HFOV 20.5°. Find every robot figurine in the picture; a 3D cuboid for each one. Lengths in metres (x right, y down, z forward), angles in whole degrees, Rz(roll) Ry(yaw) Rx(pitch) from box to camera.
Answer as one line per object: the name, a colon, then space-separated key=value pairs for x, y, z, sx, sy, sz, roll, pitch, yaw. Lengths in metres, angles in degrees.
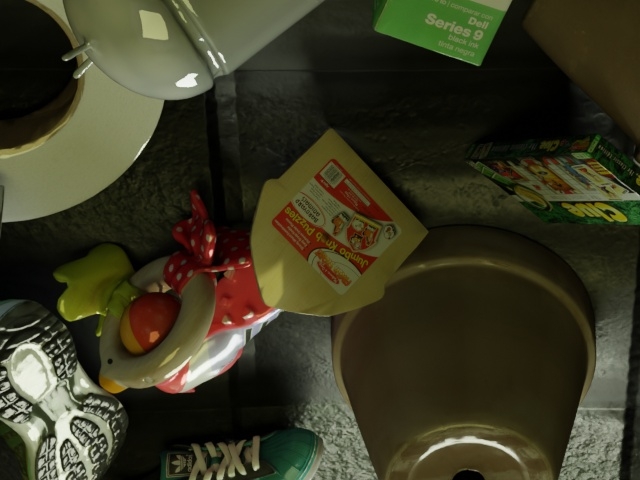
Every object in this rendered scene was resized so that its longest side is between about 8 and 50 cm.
robot figurine: x=-0.107 y=-0.276 z=1.732 sx=0.353 sy=0.300 sz=0.200 roll=-38 pitch=77 yaw=-3

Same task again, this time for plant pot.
plant pot: x=0.338 y=-0.224 z=1.791 sx=0.229 sy=0.263 sz=0.263 roll=33 pitch=122 yaw=3
plant pot: x=0.166 y=0.189 z=2.051 sx=0.323 sy=0.280 sz=0.323 roll=2 pitch=125 yaw=3

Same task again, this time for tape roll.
tape roll: x=-0.359 y=-0.194 z=1.897 sx=0.392 sy=0.072 sz=0.392 roll=-3 pitch=125 yaw=-4

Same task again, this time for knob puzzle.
knob puzzle: x=0.000 y=0.000 z=2.012 sx=0.213 sy=0.030 sz=0.213 roll=-1 pitch=94 yaw=-17

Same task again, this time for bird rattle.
bird rattle: x=-0.177 y=0.075 z=2.044 sx=0.253 sy=0.207 sz=0.143 roll=-17 pitch=142 yaw=25

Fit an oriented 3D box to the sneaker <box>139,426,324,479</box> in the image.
sneaker: x=-0.139 y=0.308 z=2.254 sx=0.302 sy=0.108 sz=0.121 roll=-31 pitch=123 yaw=24

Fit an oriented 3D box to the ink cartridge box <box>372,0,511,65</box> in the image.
ink cartridge box: x=0.156 y=-0.350 z=1.704 sx=0.121 sy=0.211 sz=0.289 roll=19 pitch=125 yaw=-10

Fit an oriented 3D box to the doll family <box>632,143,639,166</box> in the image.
doll family: x=0.454 y=-0.047 z=1.962 sx=0.262 sy=0.118 sz=0.163 roll=6 pitch=130 yaw=-2

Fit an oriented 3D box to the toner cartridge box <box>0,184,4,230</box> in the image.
toner cartridge box: x=-0.460 y=0.088 z=1.971 sx=0.075 sy=0.165 sz=0.348 roll=19 pitch=136 yaw=-25

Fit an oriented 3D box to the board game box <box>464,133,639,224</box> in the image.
board game box: x=0.270 y=-0.063 z=1.908 sx=0.136 sy=0.259 sz=0.030 roll=33 pitch=78 yaw=-20

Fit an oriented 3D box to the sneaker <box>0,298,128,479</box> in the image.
sneaker: x=-0.366 y=0.180 z=2.179 sx=0.158 sy=0.182 sz=0.410 roll=-41 pitch=144 yaw=-22

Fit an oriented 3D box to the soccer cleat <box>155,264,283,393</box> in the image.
soccer cleat: x=-0.110 y=0.104 z=2.137 sx=0.248 sy=0.083 sz=0.095 roll=-38 pitch=145 yaw=20
